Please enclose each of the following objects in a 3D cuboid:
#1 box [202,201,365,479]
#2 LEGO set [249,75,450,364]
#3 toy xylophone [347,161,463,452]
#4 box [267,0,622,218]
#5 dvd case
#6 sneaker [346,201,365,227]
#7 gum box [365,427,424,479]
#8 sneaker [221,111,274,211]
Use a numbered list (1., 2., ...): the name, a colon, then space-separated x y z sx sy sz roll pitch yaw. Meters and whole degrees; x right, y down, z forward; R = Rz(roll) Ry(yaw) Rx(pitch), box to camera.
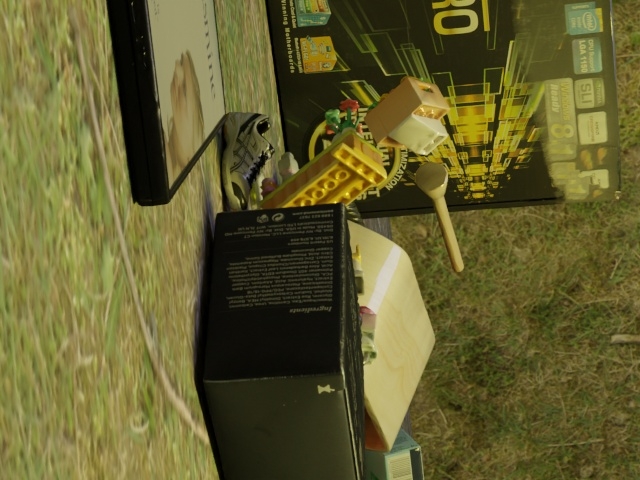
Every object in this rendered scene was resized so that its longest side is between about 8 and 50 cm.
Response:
1. box: -0.020 0.084 1.214 0.158 0.093 0.156 -90 174 -47
2. LEGO set: 0.001 -0.031 1.349 0.107 0.132 0.287 -98 -164 -46
3. toy xylophone: 0.045 0.067 1.606 0.323 0.081 0.236 78 34 -59
4. box: 0.111 -0.219 1.690 0.097 0.318 0.395 -84 168 -66
5. dvd case: -0.089 -0.134 1.067 0.253 0.022 0.180 -74 159 -75
6. sneaker: 0.000 0.000 1.681 0.211 0.080 0.081 85 -12 -61
7. gum box: 0.055 0.245 1.795 0.184 0.041 0.157 -140 -140 -65
8. sneaker: -0.052 -0.059 1.313 0.032 0.037 0.083 79 10 -61
